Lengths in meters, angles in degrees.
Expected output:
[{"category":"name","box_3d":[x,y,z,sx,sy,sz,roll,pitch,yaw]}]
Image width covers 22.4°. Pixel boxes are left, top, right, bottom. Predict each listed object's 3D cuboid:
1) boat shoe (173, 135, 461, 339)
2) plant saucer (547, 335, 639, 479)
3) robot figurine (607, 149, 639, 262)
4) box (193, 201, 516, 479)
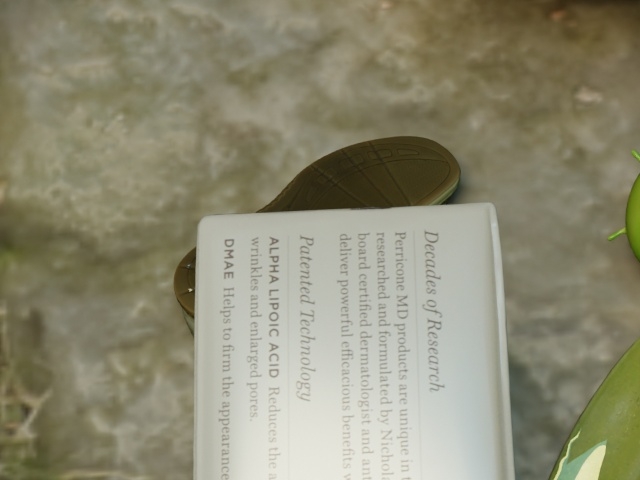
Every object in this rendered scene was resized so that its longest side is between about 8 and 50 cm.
[{"category":"boat shoe","box_3d":[0.001,0.002,0.788,0.153,0.048,0.056,-33,58,-15]},{"category":"plant saucer","box_3d":[0.166,0.116,0.647,0.037,0.241,0.241,28,71,-19]},{"category":"robot figurine","box_3d":[0.195,-0.006,0.755,0.115,0.067,0.101,16,83,11]},{"category":"box","box_3d":[0.018,0.100,0.669,0.119,0.181,0.181,-2,69,4]}]
